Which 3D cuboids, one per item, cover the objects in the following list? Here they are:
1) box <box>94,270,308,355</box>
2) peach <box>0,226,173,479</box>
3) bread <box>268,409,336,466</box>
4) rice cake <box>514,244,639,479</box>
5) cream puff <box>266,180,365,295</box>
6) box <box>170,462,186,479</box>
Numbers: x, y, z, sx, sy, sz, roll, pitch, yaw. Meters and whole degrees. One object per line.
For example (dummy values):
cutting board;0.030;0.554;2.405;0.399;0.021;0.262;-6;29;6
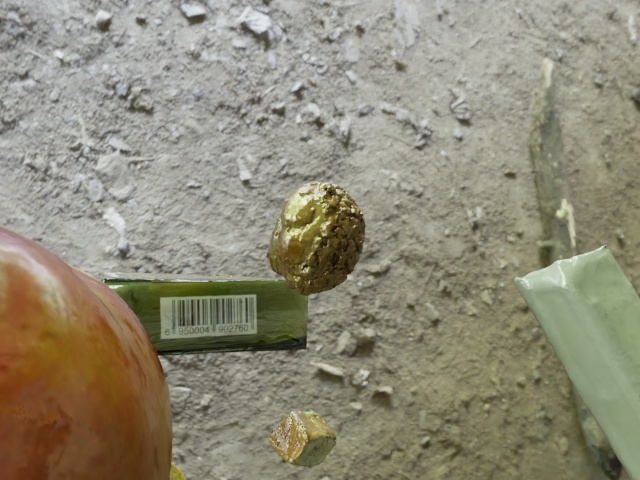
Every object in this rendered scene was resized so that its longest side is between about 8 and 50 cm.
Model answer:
box;-0.264;0.138;1.302;0.373;0.420;0.138;2;89;-21
peach;-0.292;0.149;0.407;0.406;0.335;0.310;-59;138;-31
bread;-0.029;0.319;1.025;0.083;0.070;0.076;23;107;-48
rice cake;0.189;0.119;0.333;0.057;0.052;0.256;-24;80;-24
cream puff;0.002;0.001;0.799;0.143;0.103;0.126;-67;154;-2
box;-0.245;0.372;0.933;0.106;0.037;0.105;9;57;-14
